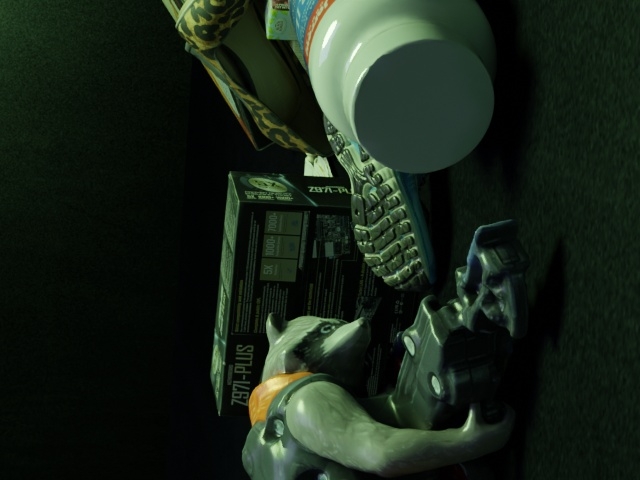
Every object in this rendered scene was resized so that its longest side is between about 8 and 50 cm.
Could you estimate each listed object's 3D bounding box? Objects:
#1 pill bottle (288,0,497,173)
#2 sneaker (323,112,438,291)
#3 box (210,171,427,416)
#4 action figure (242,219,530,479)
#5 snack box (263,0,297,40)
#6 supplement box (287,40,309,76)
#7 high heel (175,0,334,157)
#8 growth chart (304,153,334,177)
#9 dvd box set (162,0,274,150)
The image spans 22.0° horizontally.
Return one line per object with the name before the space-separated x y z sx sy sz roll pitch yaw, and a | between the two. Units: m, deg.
pill bottle | 0.049 -0.133 1.103 0.221 0.124 0.124 -105 21 -62
sneaker | 0.062 -0.042 1.212 0.063 0.073 0.162 -21 82 53
box | -0.005 0.045 1.295 0.077 0.147 0.180 -113 27 -68
action figure | 0.033 0.152 0.988 0.330 0.178 0.341 -111 22 -46
snack box | -0.003 -0.238 1.508 0.141 0.100 0.037 -96 13 -44
supplement box | -0.017 -0.208 1.772 0.062 0.036 0.098 117 154 -68
high heel | -0.044 -0.168 1.564 0.093 0.186 0.261 -48 -3 -11
growth chart | 0.000 0.000 1.664 0.237 0.021 0.172 -112 26 -70
dvd box set | -0.171 -0.338 1.877 0.420 0.062 0.308 58 174 28
